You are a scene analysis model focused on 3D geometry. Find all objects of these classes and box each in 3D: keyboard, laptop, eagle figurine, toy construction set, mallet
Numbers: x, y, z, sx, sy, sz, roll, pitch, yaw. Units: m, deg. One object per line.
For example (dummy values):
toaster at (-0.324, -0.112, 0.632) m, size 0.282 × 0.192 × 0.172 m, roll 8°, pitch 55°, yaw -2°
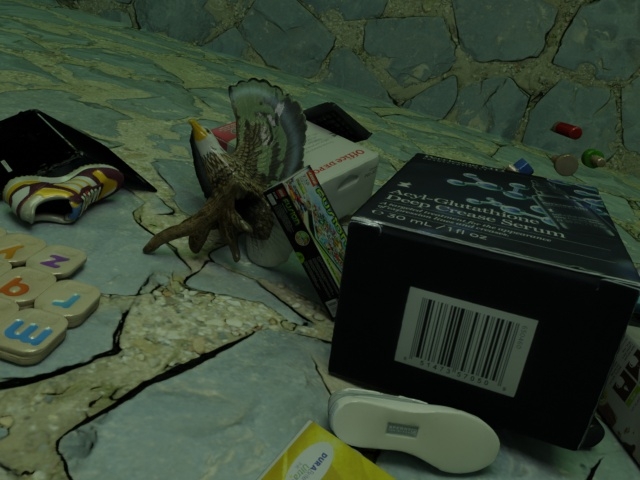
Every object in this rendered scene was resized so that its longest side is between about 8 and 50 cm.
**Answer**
keyboard at (0.002, -0.218, 1.233) m, size 0.202 × 0.033 × 0.317 m, roll 33°, pitch -17°, yaw -28°
laptop at (-0.479, -0.128, 0.961) m, size 0.264 × 0.136 × 0.234 m, roll -34°, pitch 48°, yaw -27°
eagle figurine at (-0.139, -0.114, 0.874) m, size 0.227 × 0.225 × 0.298 m, roll 5°, pitch 32°, yaw 1°
toy construction set at (0.432, -0.098, 1.124) m, size 0.258 × 0.308 × 0.237 m, roll 24°, pitch 20°, yaw -1°
mallet at (0.245, 0.219, 0.636) m, size 0.190 × 0.039 × 0.062 m, roll 1°, pitch 25°, yaw -21°

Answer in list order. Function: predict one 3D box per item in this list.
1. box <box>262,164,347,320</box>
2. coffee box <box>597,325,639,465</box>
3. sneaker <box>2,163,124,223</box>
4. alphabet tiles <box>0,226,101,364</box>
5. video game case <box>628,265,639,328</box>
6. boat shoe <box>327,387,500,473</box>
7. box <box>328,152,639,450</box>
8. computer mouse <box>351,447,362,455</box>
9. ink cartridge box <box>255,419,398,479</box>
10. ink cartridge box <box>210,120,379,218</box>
box at (0.000, 0.000, 0.783) m, size 0.036 × 0.206 × 0.114 m, roll -23°, pitch 11°, yaw 25°
coffee box at (0.468, 0.239, 0.619) m, size 0.168 × 0.118 × 0.297 m, roll 12°, pitch 24°, yaw -11°
sneaker at (-0.377, -0.065, 0.835) m, size 0.084 × 0.069 × 0.186 m, roll 39°, pitch 39°, yaw 25°
alphabet tiles at (-0.409, 0.056, 0.606) m, size 0.284 × 0.021 × 0.278 m, roll 16°, pitch 24°, yaw 1°
video game case at (0.558, 0.129, 0.822) m, size 0.270 × 0.061 × 0.244 m, roll 19°, pitch -13°, yaw 9°
boat shoe at (0.094, 0.194, 0.569) m, size 0.184 × 0.066 × 0.063 m, roll 9°, pitch 7°, yaw -9°
box at (0.219, 0.039, 0.745) m, size 0.294 × 0.211 × 0.395 m, roll 14°, pitch 23°, yaw 16°
computer mouse at (0.028, 0.238, 0.455) m, size 0.106 × 0.042 × 0.193 m, roll 5°, pitch 27°, yaw -19°
ink cartridge box at (0.028, 0.285, 0.275) m, size 0.307 × 0.072 × 0.304 m, roll 25°, pitch 36°, yaw 24°
ink cartridge box at (-0.058, -0.146, 1.080) m, size 0.283 × 0.117 × 0.207 m, roll 31°, pitch 42°, yaw 29°
